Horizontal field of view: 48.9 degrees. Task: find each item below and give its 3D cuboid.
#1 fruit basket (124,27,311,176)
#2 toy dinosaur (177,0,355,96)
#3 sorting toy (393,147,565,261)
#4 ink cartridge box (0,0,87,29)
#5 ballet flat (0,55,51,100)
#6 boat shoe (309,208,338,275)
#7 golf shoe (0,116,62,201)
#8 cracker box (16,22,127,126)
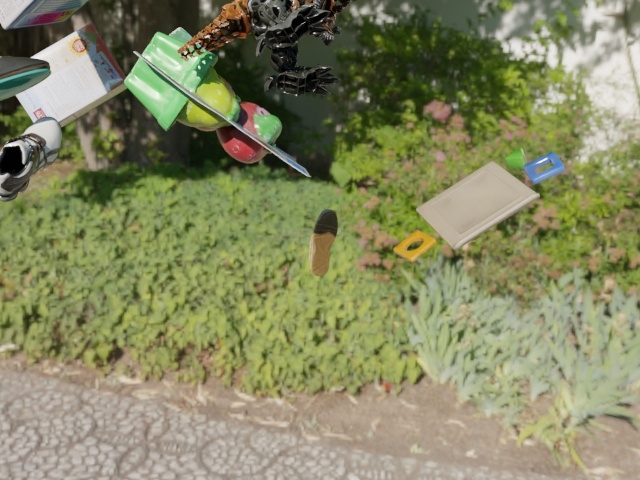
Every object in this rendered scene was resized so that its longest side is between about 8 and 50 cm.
[{"bbox_3d":[-0.173,-0.246,1.305,0.353,0.166,0.327,28,7,-12],"label":"fruit basket"},{"bbox_3d":[-0.060,-0.348,1.133,0.164,0.321,0.218,40,22,-52],"label":"toy dinosaur"},{"bbox_3d":[0.293,-0.060,1.327,0.347,0.047,0.196,-32,29,0],"label":"sorting toy"},{"bbox_3d":[-0.440,-0.561,1.162,0.395,0.270,0.151,-19,11,41],"label":"ink cartridge box"},{"bbox_3d":[-0.618,-0.269,1.233,0.280,0.096,0.095,-36,5,-16],"label":"ballet flat"},{"bbox_3d":[0.000,0.000,1.732,0.062,0.170,0.059,8,15,-18],"label":"boat shoe"},{"bbox_3d":[-0.532,-0.163,1.289,0.077,0.198,0.094,27,-33,-11],"label":"golf shoe"},{"bbox_3d":[-0.579,-0.368,1.617,0.232,0.156,0.067,-32,5,-6],"label":"cracker box"}]
